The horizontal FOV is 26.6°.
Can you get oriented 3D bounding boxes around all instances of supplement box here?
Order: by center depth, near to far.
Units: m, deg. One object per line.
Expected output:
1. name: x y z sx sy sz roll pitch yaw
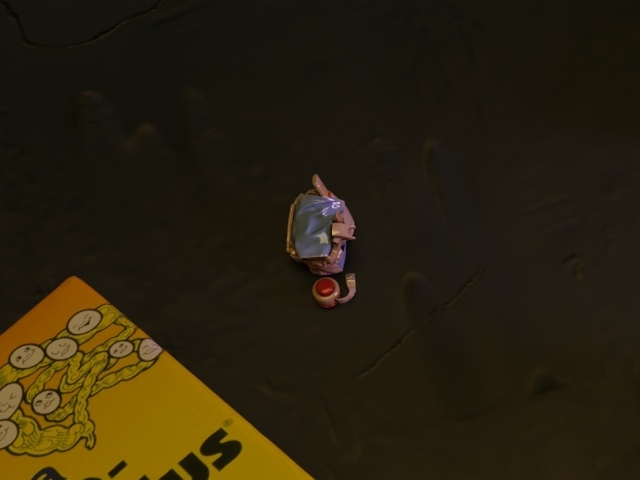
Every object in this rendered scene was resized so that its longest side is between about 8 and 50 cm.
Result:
1. supplement box: -0.076 0.206 0.702 0.194 0.195 0.356 -41 42 -16

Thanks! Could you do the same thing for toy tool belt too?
1. toy tool belt: 0.000 0.000 0.951 0.052 0.051 0.083 -5 61 7
